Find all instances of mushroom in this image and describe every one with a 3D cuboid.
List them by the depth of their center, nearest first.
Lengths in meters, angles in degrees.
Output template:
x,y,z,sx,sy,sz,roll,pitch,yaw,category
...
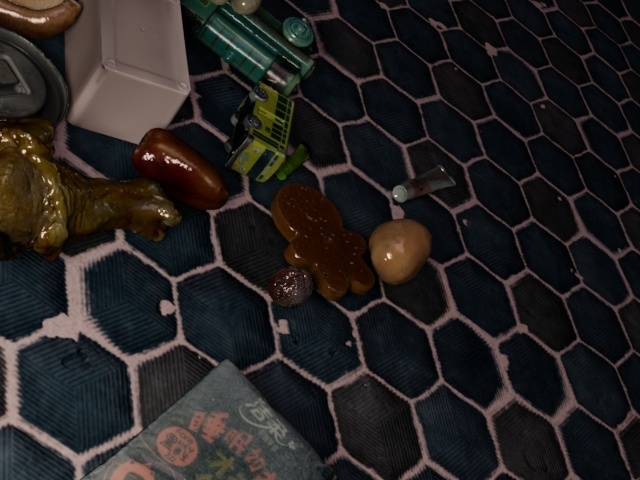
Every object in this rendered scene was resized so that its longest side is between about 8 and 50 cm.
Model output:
x,y,z,sx,sy,sz,roll,pitch,yaw,category
-0.494,-0.380,1.619,0.209,0.072,0.094,20,47,-10,mushroom

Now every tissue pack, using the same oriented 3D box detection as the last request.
x,y,z,sx,sy,sz,roll,pitch,yaw,category
-0.145,0.317,1.269,0.228,0.103,0.315,48,39,3,tissue pack
-0.317,-0.301,1.653,0.159,0.136,0.246,16,46,-31,tissue pack

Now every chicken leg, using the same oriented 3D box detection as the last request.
x,y,z,sx,sy,sz,roll,pitch,yaw,category
-0.368,-0.077,1.416,0.361,0.140,0.212,-13,85,-58,chicken leg

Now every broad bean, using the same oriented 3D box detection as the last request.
x,y,z,sx,sy,sz,roll,pitch,yaw,category
-0.215,-0.105,1.584,0.165,0.114,0.084,34,82,-10,broad bean

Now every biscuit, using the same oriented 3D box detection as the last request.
x,y,z,sx,sy,sz,roll,pitch,yaw,category
0.000,0.000,1.734,0.179,0.039,0.236,-7,60,-42,biscuit

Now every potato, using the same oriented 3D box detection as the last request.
x,y,z,sx,sy,sz,roll,pitch,yaw,category
0.139,0.015,1.787,0.112,0.112,0.147,45,33,2,potato

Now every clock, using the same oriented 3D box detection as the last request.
x,y,z,sx,sy,sz,roll,pitch,yaw,category
-0.490,-0.232,1.511,0.226,0.049,0.226,24,41,-23,clock

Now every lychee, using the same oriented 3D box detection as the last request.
x,y,z,sx,sy,sz,roll,pitch,yaw,category
-0.048,0.072,1.603,0.067,0.068,0.083,20,-1,41,lychee

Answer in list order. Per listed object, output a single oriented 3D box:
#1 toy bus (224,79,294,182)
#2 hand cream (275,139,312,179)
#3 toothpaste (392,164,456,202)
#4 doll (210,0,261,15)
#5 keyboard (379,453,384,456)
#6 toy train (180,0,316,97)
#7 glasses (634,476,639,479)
x,y,z,sx,sy,sz,roll,pitch,yaw,category
-0.104,-0.189,1.775,0.101,0.088,0.175,29,40,-20,toy bus
-0.046,-0.144,1.836,0.036,0.023,0.122,59,35,-14,hand cream
0.210,-0.113,2.025,0.056,0.036,0.205,51,35,12,toothpaste
-0.222,-0.523,1.787,0.258,0.154,0.228,5,60,-16,doll
0.202,0.464,1.498,0.381,0.041,0.103,44,37,-10,keyboard
-0.147,-0.386,1.902,0.298,0.120,0.194,37,46,-9,toy train
0.461,0.492,1.504,0.118,0.268,0.234,28,32,-37,glasses
